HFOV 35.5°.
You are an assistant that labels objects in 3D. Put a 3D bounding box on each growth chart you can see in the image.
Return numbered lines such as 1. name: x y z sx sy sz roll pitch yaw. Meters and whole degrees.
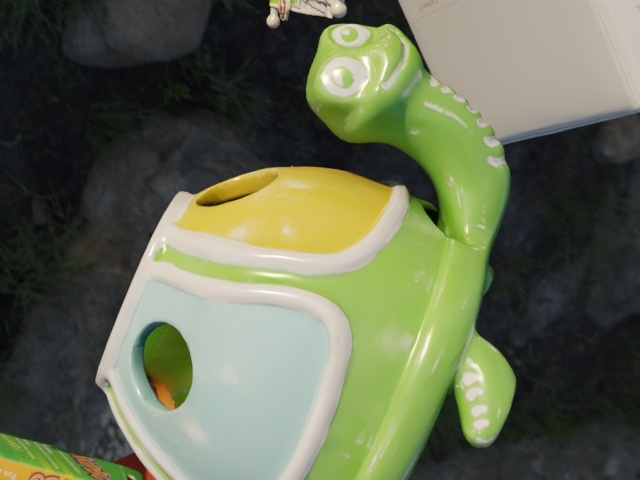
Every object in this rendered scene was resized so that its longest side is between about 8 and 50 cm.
1. growth chart: -0.010 -0.304 1.017 0.021 0.237 0.172 -2 101 -20

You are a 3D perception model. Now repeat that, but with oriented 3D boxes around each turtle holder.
1. turtle holder: -0.005 0.051 0.639 0.227 0.243 0.320 24 134 -3

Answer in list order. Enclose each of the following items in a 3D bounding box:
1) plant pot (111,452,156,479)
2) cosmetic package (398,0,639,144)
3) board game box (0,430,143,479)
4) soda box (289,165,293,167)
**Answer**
1. plant pot: -0.098 0.384 1.257 0.267 0.236 0.267 -22 147 -16
2. cosmetic package: 0.309 -0.368 1.247 0.329 0.327 0.394 -30 100 -28
3. board game box: -0.305 0.225 1.018 0.259 0.124 0.039 17 86 -13
4. soda box: 0.000 0.000 1.216 0.058 0.061 0.181 -37 116 8
